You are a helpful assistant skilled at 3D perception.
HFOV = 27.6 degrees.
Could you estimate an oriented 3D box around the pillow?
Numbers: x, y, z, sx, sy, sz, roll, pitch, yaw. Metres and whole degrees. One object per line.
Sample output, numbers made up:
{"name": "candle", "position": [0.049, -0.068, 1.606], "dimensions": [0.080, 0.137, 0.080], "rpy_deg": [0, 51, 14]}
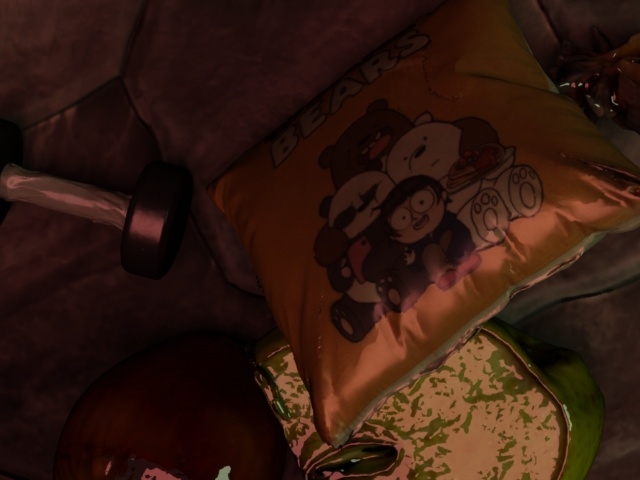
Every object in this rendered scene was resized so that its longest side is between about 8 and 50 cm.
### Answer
{"name": "pillow", "position": [0.068, -0.037, 0.992], "dimensions": [0.310, 0.312, 0.119], "rpy_deg": [-40, 133, 14]}

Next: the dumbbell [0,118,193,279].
{"name": "dumbbell", "position": [-0.211, -0.037, 1.099], "dimensions": [0.191, 0.100, 0.100], "rpy_deg": [15, 106, 1]}

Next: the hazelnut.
{"name": "hazelnut", "position": [-0.118, 0.174, 1.115], "dimensions": [0.208, 0.208, 0.208], "rpy_deg": [1, 105, 5]}

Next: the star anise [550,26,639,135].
{"name": "star anise", "position": [0.214, -0.052, 1.060], "dimensions": [0.218, 0.148, 0.227], "rpy_deg": [-15, 136, -23]}

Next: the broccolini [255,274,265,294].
{"name": "broccolini", "position": [0.000, 0.000, 1.130], "dimensions": [0.140, 0.030, 0.035], "rpy_deg": [-41, 62, 10]}

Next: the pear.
{"name": "pear", "position": [0.095, 0.135, 1.089], "dimensions": [0.255, 0.164, 0.238], "rpy_deg": [-27, 92, 7]}
